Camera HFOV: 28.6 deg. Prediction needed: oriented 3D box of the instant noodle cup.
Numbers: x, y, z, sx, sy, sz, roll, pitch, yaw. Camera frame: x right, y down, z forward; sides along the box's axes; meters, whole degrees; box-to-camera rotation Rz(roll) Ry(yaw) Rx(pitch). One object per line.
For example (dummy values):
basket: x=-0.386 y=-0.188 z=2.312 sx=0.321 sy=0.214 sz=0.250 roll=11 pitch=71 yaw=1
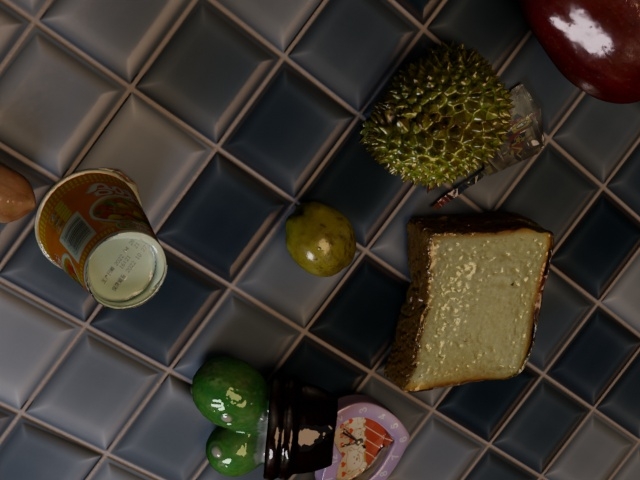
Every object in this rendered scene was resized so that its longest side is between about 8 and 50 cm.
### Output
instant noodle cup: x=-0.295 y=0.006 z=1.745 sx=0.168 sy=0.185 sz=0.168 roll=-11 pitch=117 yaw=-23

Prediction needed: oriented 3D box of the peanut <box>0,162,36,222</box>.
peanut: x=-0.456 y=-0.074 z=1.694 sx=0.152 sy=0.076 sz=0.076 roll=27 pitch=98 yaw=-29

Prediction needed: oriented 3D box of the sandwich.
sandwich: x=0.255 y=0.097 z=2.124 sx=0.271 sy=0.099 sz=0.301 roll=-4 pitch=111 yaw=-31

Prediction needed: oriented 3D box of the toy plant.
toy plant: x=-0.091 y=0.288 z=2.003 sx=0.235 sy=0.175 sz=0.218 roll=4 pitch=119 yaw=-1

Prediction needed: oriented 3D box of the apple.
apple: x=0.453 y=-0.362 z=1.904 sx=0.317 sy=0.288 sz=0.288 roll=39 pitch=92 yaw=-17

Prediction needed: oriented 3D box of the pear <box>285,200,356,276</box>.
pear: x=0.000 y=0.000 z=1.943 sx=0.107 sy=0.107 sz=0.131 roll=-35 pitch=116 yaw=-9

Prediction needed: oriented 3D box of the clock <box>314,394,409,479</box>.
clock: x=0.066 y=0.347 z=2.161 sx=0.172 sy=0.064 sz=0.198 roll=-14 pitch=118 yaw=-21

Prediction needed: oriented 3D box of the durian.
durian: x=0.180 y=-0.184 z=1.917 sx=0.237 sy=0.176 sz=0.200 roll=-40 pitch=105 yaw=8

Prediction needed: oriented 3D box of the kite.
kite: x=0.270 y=-0.147 z=2.066 sx=0.245 sy=0.015 sz=0.141 roll=-36 pitch=123 yaw=-12
